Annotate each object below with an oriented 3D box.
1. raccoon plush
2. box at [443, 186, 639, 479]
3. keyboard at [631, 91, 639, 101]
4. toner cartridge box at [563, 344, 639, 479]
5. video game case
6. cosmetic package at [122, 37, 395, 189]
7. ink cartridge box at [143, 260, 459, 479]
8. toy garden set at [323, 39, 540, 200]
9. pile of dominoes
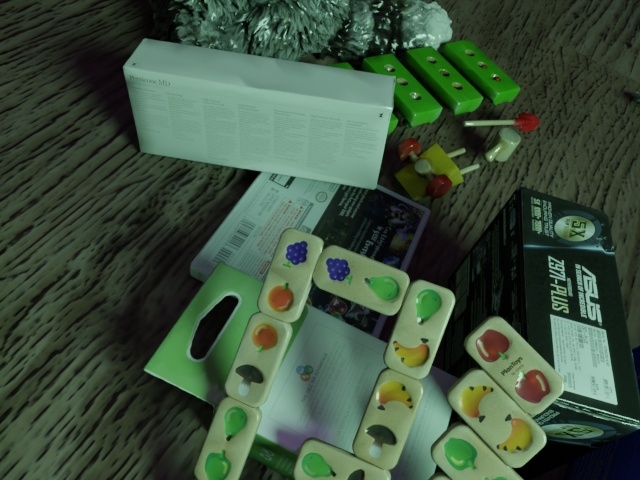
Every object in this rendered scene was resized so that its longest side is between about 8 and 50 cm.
[{"bbox_3d":[-0.023,-0.370,0.613,0.447,0.299,0.216,-12,59,-23],"label":"raccoon plush"},{"bbox_3d":[0.160,0.075,0.437,0.078,0.147,0.180,16,52,-3],"label":"box"},{"bbox_3d":[0.583,-0.173,0.795,0.256,0.014,0.072,15,17,-4],"label":"keyboard"},{"bbox_3d":[0.221,0.196,0.356,0.075,0.165,0.348,36,54,11],"label":"toner cartridge box"},{"bbox_3d":[0.000,0.000,0.527,0.173,0.022,0.190,26,52,5],"label":"video game case"},{"bbox_3d":[-0.055,-0.121,0.527,0.239,0.098,0.060,10,50,2],"label":"cosmetic package"},{"bbox_3d":[-0.012,0.113,0.415,0.209,0.062,0.109,26,53,5],"label":"ink cartridge box"},{"bbox_3d":[0.144,-0.146,0.658,0.244,0.049,0.203,-19,60,-28],"label":"toy garden set"},{"bbox_3d":[0.020,0.139,0.322,0.196,0.040,0.251,20,91,12],"label":"pile of dominoes"}]
